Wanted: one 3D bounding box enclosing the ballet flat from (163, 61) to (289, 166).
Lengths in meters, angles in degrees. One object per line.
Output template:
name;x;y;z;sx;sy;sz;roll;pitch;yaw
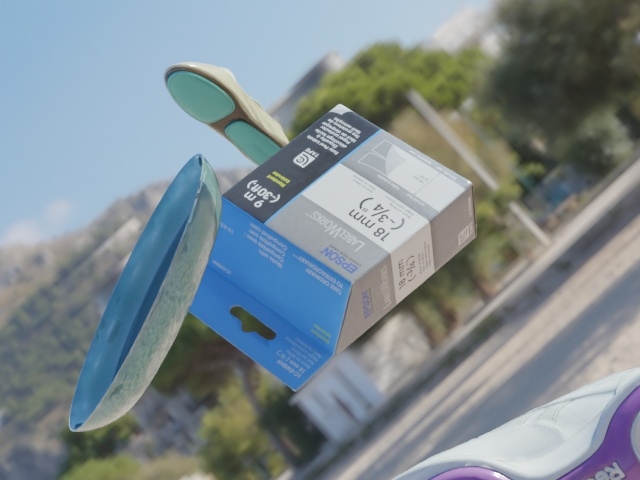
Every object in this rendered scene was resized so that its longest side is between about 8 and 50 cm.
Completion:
ballet flat;-0.129;-0.189;2.267;0.086;0.248;0.086;-23;45;25

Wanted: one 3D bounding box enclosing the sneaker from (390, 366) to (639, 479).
sneaker;0.163;0.174;1.138;0.305;0.114;0.152;-24;-5;6

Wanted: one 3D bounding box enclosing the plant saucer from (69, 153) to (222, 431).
plant saucer;-0.177;0.061;1.700;0.317;0.044;0.317;-58;14;23

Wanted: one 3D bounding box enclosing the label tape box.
label tape box;0.000;0.000;2.057;0.334;0.240;0.106;-40;-35;-25
